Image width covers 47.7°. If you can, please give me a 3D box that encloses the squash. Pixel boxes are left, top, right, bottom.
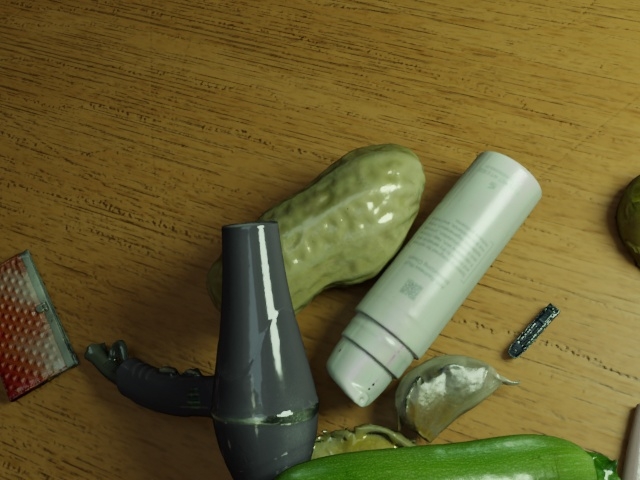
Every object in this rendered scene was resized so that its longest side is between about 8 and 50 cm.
[{"bbox_3d":[0.139,0.263,0.757,0.395,0.107,0.107,-1,69,-14],"label":"squash"}]

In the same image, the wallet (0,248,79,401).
[{"bbox_3d":[-0.419,0.116,1.011,0.103,0.020,0.196,-31,68,-2],"label":"wallet"}]

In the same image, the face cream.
[{"bbox_3d":[0.133,0.048,0.887,0.102,0.102,0.345,37,81,20],"label":"face cream"}]

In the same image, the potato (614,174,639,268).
[{"bbox_3d":[0.461,-0.020,0.861,0.200,0.081,0.164,30,77,17],"label":"potato"}]

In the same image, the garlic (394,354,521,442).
[{"bbox_3d":[0.148,0.175,0.862,0.152,0.066,0.084,-33,92,-11],"label":"garlic"}]

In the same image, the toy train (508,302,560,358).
[{"bbox_3d":[0.259,0.112,0.884,0.083,0.017,0.017,-45,67,-7],"label":"toy train"}]

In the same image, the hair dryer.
[{"bbox_3d":[-0.166,0.135,0.866,0.361,0.121,0.301,-3,93,34],"label":"hair dryer"}]

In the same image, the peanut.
[{"bbox_3d":[0.000,0.000,0.909,0.313,0.152,0.152,-34,68,-3],"label":"peanut"}]

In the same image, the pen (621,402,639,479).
[{"bbox_3d":[0.358,0.281,0.798,0.053,0.032,0.197,13,71,14],"label":"pen"}]

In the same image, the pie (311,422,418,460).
[{"bbox_3d":[0.040,0.347,0.822,0.274,0.055,0.274,-3,70,9],"label":"pie"}]
